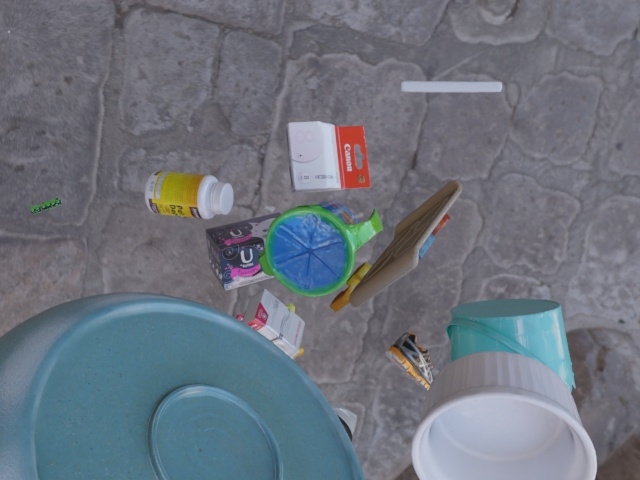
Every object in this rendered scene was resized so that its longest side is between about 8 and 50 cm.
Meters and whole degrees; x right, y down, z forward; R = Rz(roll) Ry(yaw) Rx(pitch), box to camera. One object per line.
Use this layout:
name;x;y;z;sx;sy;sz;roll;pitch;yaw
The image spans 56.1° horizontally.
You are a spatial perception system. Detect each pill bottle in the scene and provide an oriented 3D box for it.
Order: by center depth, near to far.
pill bottle;-0.345;-0.119;1.592;0.214;0.117;0.117;6;109;14

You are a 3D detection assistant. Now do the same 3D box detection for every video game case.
video game case;0.216;-0.259;1.013;0.157;0.143;0.019;2;104;8

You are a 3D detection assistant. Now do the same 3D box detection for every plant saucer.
plant saucer;-0.076;0.150;0.404;0.317;0.318;0.044;25;121;-32

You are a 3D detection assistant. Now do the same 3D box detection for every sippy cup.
sippy cup;0.000;0.000;1.574;0.305;0.224;0.240;16;111;11

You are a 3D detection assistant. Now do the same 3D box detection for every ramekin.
ramekin;0.293;0.316;0.987;0.276;0.135;0.278;6;119;11

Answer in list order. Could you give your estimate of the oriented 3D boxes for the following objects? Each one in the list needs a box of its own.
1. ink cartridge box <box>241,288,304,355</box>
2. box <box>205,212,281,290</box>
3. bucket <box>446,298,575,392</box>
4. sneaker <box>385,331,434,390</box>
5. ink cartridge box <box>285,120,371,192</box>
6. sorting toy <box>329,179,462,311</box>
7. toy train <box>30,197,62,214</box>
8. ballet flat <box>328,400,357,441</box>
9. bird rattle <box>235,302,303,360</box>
ink cartridge box;-0.119;0.214;1.528;0.063;0.109;0.150;-33;116;31
box;-0.200;0.027;1.797;0.247;0.163;0.142;-15;119;-21
bucket;0.416;0.237;1.341;0.280;0.281;0.183;-7;91;-25
sneaker;0.247;0.311;1.522;0.083;0.084;0.215;-52;132;-15
ink cartridge box;0.026;-0.235;1.668;0.232;0.066;0.189;-5;85;-10
sorting toy;0.138;0.032;1.132;0.041;0.307;0.229;41;51;-4
toy train;-0.720;-0.092;1.575;0.083;0.024;0.017;-21;139;-7
ballet flat;0.006;0.324;1.008;0.096;0.095;0.280;-47;167;-30
bird rattle;-0.164;0.303;1.884;0.253;0.207;0.143;-9;135;-40
